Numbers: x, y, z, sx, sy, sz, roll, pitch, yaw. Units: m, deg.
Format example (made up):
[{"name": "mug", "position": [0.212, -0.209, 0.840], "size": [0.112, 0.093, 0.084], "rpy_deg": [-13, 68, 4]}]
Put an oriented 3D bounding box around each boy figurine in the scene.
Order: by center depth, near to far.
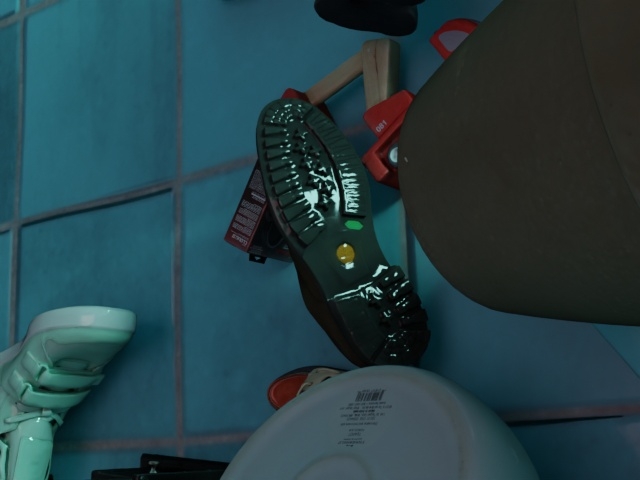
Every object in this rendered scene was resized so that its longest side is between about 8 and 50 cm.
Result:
[{"name": "boy figurine", "position": [0.059, -0.303, 0.772], "size": [0.092, 0.177, 0.285], "rpy_deg": [13, 69, -1]}]

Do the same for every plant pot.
[{"name": "plant pot", "position": [0.168, -0.054, 0.493], "size": [0.229, 0.263, 0.263], "rpy_deg": [-23, 67, 52]}]

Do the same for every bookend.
[{"name": "bookend", "position": [-0.148, 0.218, 0.807], "size": [0.157, 0.156, 0.072], "rpy_deg": [-4, 79, 37]}]

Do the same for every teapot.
[{"name": "teapot", "position": [0.049, 0.221, 0.652], "size": [0.252, 0.187, 0.256], "rpy_deg": [-38, 32, 3]}]

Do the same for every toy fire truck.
[{"name": "toy fire truck", "position": [0.054, -0.115, 0.788], "size": [0.192, 0.047, 0.135], "rpy_deg": [-47, 58, 21]}]

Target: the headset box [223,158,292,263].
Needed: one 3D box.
[{"name": "headset box", "position": [-0.040, -0.020, 0.831], "size": [0.032, 0.062, 0.083], "rpy_deg": [27, 97, 38]}]

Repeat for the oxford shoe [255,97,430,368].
[{"name": "oxford shoe", "position": [0.000, 0.000, 0.764], "size": [0.227, 0.083, 0.096], "rpy_deg": [70, 159, 8]}]

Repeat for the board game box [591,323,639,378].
[{"name": "board game box", "position": [0.283, -0.008, 0.576], "size": [0.254, 0.079, 0.336], "rpy_deg": [-49, 57, 19]}]

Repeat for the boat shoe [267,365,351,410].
[{"name": "boat shoe", "position": [0.007, 0.125, 0.780], "size": [0.137, 0.043, 0.049], "rpy_deg": [-1, 83, 38]}]

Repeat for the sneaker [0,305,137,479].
[{"name": "sneaker", "position": [-0.251, 0.161, 0.933], "size": [0.256, 0.094, 0.151], "rpy_deg": [-32, 57, 39]}]
